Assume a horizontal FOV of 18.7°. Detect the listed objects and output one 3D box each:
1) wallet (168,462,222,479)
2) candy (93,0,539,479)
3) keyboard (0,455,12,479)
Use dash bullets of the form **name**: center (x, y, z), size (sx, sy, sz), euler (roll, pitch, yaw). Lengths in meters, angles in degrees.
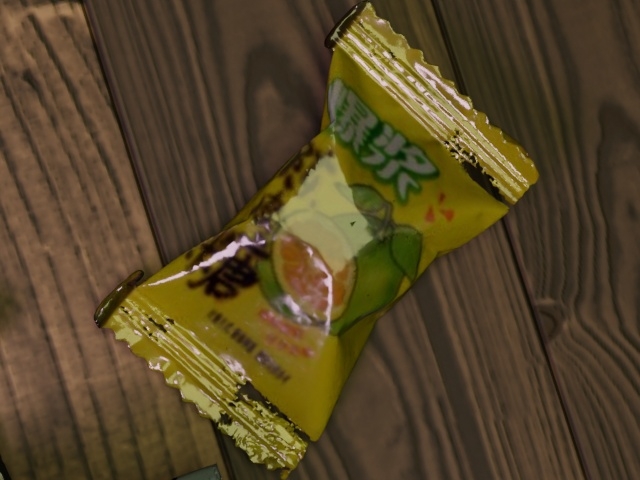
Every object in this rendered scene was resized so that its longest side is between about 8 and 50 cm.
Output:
- **wallet**: center (-0.153, 0.257, 1.311), size (0.231, 0.069, 0.170), euler (-16, 94, -8)
- **candy**: center (0.000, 0.000, 1.366), size (0.187, 0.081, 0.297), euler (42, 89, -3)
- **keyboard**: center (-0.332, 0.206, 1.308), size (0.262, 0.016, 0.106), euler (-24, 88, -12)
